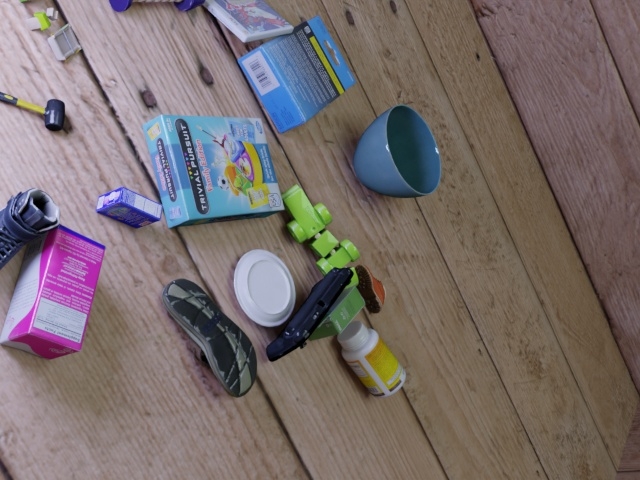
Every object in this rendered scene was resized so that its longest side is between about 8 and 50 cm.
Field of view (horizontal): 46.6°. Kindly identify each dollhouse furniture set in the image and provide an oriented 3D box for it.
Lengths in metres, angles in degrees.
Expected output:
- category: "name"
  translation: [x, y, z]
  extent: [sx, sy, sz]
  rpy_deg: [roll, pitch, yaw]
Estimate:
- category: "dollhouse furniture set"
  translation: [-0.585, -0.461, 1.596]
  extent: [0.076, 0.058, 0.152]
  rpy_deg: [-66, 145, -49]

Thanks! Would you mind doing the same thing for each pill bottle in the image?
- category: "pill bottle"
  translation: [0.138, 0.328, 2.066]
  extent: [0.215, 0.117, 0.117]
  rpy_deg: [54, 42, -21]

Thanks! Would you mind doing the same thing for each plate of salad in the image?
- category: "plate of salad"
  translation: [-0.143, 0.121, 1.869]
  extent: [0.199, 0.048, 0.200]
  rpy_deg: [20, 59, -39]

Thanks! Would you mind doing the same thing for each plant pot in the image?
- category: "plant pot"
  translation: [0.218, -0.255, 2.333]
  extent: [0.290, 0.195, 0.290]
  rpy_deg: [22, 59, -43]

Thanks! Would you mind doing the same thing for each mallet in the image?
- category: "mallet"
  translation: [-0.604, -0.285, 1.497]
  extent: [0.189, 0.039, 0.062]
  rpy_deg: [25, 58, -38]

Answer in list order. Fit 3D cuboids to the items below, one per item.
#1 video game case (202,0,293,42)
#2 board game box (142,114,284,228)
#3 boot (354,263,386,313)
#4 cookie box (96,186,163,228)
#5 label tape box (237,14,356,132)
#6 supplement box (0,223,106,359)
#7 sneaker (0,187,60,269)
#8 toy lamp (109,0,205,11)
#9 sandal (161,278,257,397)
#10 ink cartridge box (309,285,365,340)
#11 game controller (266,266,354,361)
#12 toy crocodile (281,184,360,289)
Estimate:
- category: "video game case"
  translation: [-0.199, -0.618, 2.038]
  extent: [0.183, 0.023, 0.201]
  rpy_deg: [44, 41, 15]
- category: "board game box"
  translation: [-0.253, -0.174, 1.832]
  extent: [0.336, 0.079, 0.254]
  rpy_deg: [-10, 83, -51]
- category: "boot"
  translation: [0.149, 0.130, 2.213]
  extent: [0.084, 0.059, 0.158]
  rpy_deg: [-48, 121, -51]
- category: "cookie box"
  translation: [-0.409, -0.069, 1.594]
  extent: [0.107, 0.091, 0.040]
  rpy_deg: [28, 59, -42]
- category: "label tape box"
  translation: [-0.061, -0.489, 2.166]
  extent: [0.241, 0.105, 0.334]
  rpy_deg: [59, 40, -13]
- category: "supplement box"
  translation: [-0.502, 0.099, 1.399]
  extent: [0.114, 0.111, 0.220]
  rpy_deg: [32, 53, -39]
- category: "sneaker"
  translation: [-0.563, -0.003, 1.329]
  extent: [0.086, 0.163, 0.226]
  rpy_deg: [48, 45, -28]
- category: "toy lamp"
  translation: [-0.393, -0.606, 1.839]
  extent: [0.274, 0.080, 0.080]
  rpy_deg: [-26, 95, -52]
- category: "sandal"
  translation: [-0.251, 0.219, 1.682]
  extent: [0.303, 0.086, 0.120]
  rpy_deg: [54, 45, 1]
- category: "ink cartridge box"
  translation: [0.021, 0.209, 1.981]
  extent: [0.062, 0.109, 0.209]
  rpy_deg: [61, 40, -12]
- category: "game controller"
  translation: [-0.025, 0.185, 1.891]
  extent: [0.067, 0.166, 0.319]
  rpy_deg: [41, 43, -1]
- category: "toy crocodile"
  translation: [0.000, 0.000, 2.050]
  extent: [0.115, 0.105, 0.341]
  rpy_deg: [-40, 104, -13]
